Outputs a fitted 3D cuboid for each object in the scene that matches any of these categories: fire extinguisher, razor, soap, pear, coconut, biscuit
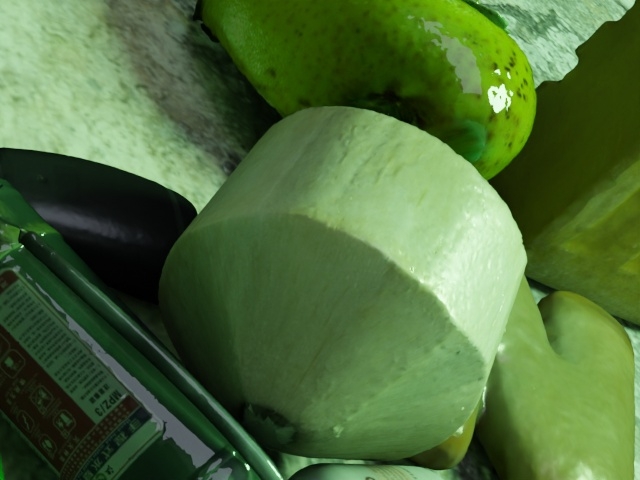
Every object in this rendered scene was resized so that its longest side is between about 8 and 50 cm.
[{"bbox_3d":[-0.103,0.097,0.673,0.294,0.118,0.093,45,27,10],"label":"fire extinguisher"},{"bbox_3d":[-0.144,-0.011,0.806,0.148,0.054,0.090,18,36,-34],"label":"razor"},{"bbox_3d":[0.346,-0.055,1.149,0.335,0.293,0.156,23,36,-30],"label":"soap"},{"bbox_3d":[0.045,-0.152,1.018,0.238,0.164,0.255,24,21,-27],"label":"pear"},{"bbox_3d":[0.010,0.037,0.762,0.202,0.202,0.222,38,48,-6],"label":"coconut"},{"bbox_3d":[0.145,0.097,0.976,0.237,0.062,0.290,37,34,-8],"label":"biscuit"}]

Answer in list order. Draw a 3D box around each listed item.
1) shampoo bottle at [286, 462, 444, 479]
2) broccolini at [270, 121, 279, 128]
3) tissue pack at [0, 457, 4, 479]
[{"bbox_3d":[0.059,0.176,0.785,0.192,0.074,0.074,12,43,-40],"label":"shampoo bottle"},{"bbox_3d":[-0.001,-0.006,0.951,0.071,0.057,0.254,-12,43,1],"label":"broccolini"},{"bbox_3d":[-0.217,0.084,0.551,0.156,0.148,0.209,66,2,-54],"label":"tissue pack"}]
